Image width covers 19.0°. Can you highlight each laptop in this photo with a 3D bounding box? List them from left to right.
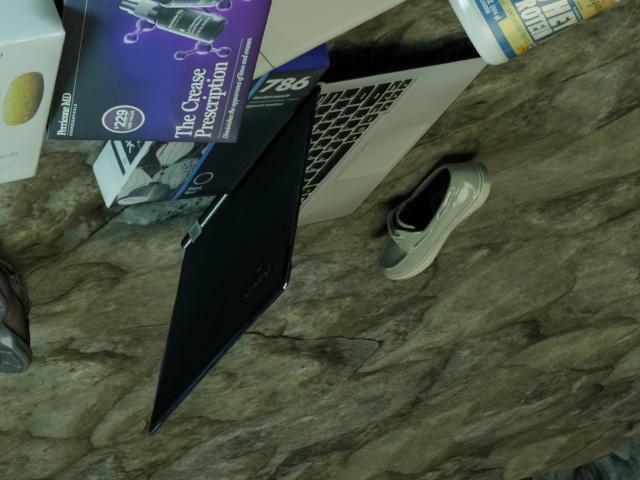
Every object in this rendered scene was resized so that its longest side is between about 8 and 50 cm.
[{"bbox_3d":[0.000,0.000,2.188,0.408,0.236,0.382,-13,159,-34],"label":"laptop"}]

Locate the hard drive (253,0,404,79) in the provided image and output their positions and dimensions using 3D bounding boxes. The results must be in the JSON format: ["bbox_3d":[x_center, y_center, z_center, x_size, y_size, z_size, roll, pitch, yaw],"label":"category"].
[{"bbox_3d":[0.031,-0.297,1.784,0.353,0.047,0.233,-27,145,10],"label":"hard drive"}]

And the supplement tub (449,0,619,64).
[{"bbox_3d":[0.224,-0.281,1.917,0.199,0.144,0.144,-28,157,11],"label":"supplement tub"}]

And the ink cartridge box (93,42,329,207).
[{"bbox_3d":[-0.108,-0.150,2.026,0.165,0.065,0.333,-7,152,-32],"label":"ink cartridge box"}]

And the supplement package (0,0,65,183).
[{"bbox_3d":[-0.323,-0.159,1.701,0.139,0.134,0.244,-14,156,-21],"label":"supplement package"}]

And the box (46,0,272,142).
[{"bbox_3d":[-0.146,-0.207,1.698,0.184,0.103,0.261,2,141,-12],"label":"box"}]

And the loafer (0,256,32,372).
[{"bbox_3d":[-0.396,0.058,2.221,0.109,0.095,0.302,7,154,8],"label":"loafer"}]

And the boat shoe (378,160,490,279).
[{"bbox_3d":[0.130,-0.031,2.521,0.081,0.079,0.227,7,139,-36],"label":"boat shoe"}]
